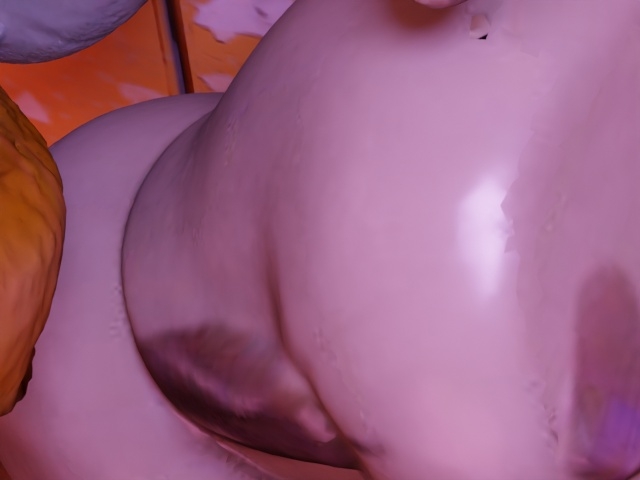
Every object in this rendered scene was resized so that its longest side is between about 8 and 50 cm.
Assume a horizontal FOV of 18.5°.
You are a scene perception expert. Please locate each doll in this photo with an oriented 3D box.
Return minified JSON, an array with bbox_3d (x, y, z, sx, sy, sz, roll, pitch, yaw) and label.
[{"bbox_3d":[0.021,0.018,0.670,0.370,0.215,0.226,-35,82,50],"label":"doll"}]

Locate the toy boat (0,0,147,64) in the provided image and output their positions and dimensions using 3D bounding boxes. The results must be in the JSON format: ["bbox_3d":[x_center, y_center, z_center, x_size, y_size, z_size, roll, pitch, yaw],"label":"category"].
[{"bbox_3d":[-0.105,-0.125,0.644,0.134,0.078,0.207,21,149,-7],"label":"toy boat"}]

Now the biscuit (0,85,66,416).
[{"bbox_3d":[-0.215,-0.032,0.565,0.296,0.296,0.102,19,109,1],"label":"biscuit"}]

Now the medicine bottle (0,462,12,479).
[{"bbox_3d":[-0.279,0.125,1.074,0.289,0.157,0.157,25,150,-9],"label":"medicine bottle"}]
